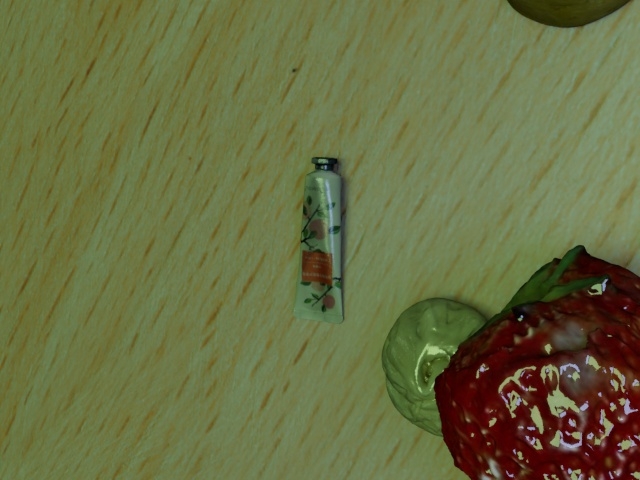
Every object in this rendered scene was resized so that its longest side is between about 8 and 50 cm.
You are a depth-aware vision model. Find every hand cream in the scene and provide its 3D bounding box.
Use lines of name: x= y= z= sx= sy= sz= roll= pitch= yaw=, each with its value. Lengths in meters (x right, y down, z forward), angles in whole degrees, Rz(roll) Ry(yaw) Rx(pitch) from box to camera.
hand cream: x=0.000 y=0.000 z=1.212 sx=0.080 sy=0.050 sz=0.234 roll=6 pitch=99 yaw=27

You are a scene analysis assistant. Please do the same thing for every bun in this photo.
bun: x=0.147 y=0.167 z=1.086 sx=0.183 sy=0.102 sz=0.183 roll=0 pitch=90 yaw=34

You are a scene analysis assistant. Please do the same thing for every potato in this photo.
potato: x=0.283 y=-0.348 z=0.982 sx=0.203 sy=0.158 sz=0.178 roll=-2 pitch=90 yaw=27

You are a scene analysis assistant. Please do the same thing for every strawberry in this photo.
strawberry: x=0.286 y=0.184 z=0.901 sx=0.310 sy=0.291 sz=0.292 roll=45 pitch=111 yaw=19
